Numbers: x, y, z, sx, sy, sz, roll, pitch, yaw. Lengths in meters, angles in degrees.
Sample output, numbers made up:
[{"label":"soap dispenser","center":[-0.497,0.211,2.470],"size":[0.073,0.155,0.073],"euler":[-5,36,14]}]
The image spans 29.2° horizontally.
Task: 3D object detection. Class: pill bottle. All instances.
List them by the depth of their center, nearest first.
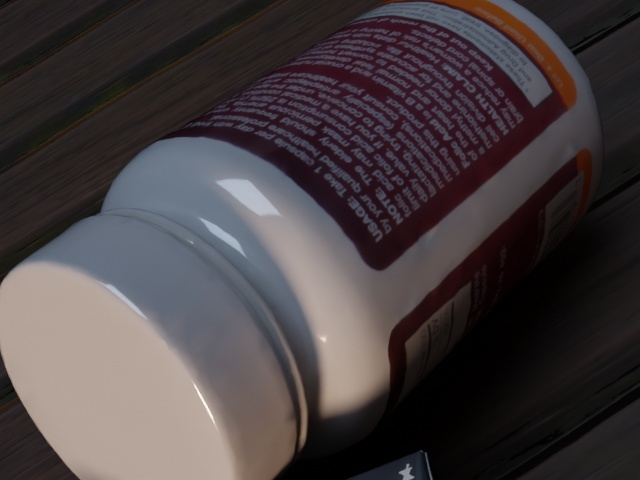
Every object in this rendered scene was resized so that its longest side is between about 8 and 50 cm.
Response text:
[{"label":"pill bottle","center":[0.000,0.000,0.803],"size":[0.224,0.224,0.392],"euler":[13,37,37]}]

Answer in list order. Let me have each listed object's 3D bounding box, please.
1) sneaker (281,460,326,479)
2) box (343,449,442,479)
[{"label":"sneaker","center":[-0.031,0.163,0.860],"size":[0.162,0.106,0.281],"euler":[8,38,4]},{"label":"box","center":[-0.022,0.245,0.689],"size":[0.261,0.184,0.103],"euler":[-23,42,8]}]
